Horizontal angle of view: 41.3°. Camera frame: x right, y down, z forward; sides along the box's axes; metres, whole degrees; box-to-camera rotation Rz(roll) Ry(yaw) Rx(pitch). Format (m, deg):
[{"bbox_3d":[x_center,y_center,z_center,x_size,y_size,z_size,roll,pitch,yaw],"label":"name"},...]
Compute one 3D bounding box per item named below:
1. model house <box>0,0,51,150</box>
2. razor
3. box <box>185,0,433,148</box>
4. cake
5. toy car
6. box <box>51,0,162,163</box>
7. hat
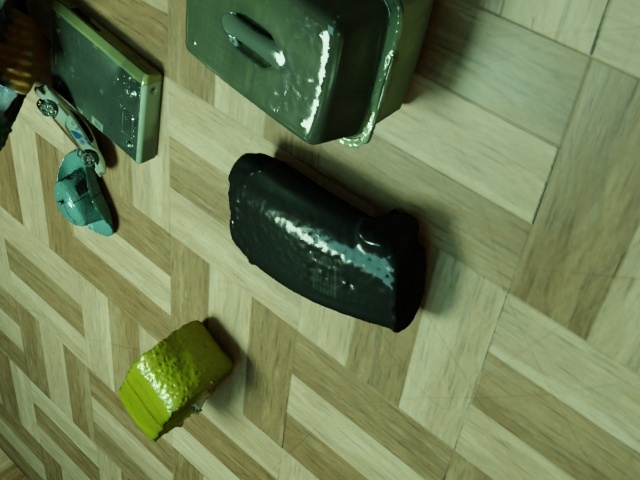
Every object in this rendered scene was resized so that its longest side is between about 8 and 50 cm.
[{"bbox_3d":[-0.594,-0.379,1.474,0.297,0.360,0.339,32,126,-25],"label":"model house"},{"bbox_3d":[-0.002,0.002,1.212,0.327,0.107,0.189,27,134,33],"label":"razor"},{"bbox_3d":[-0.021,-0.259,1.003,0.290,0.166,0.221,39,139,25],"label":"box"},{"bbox_3d":[-0.278,0.272,1.648,0.156,0.179,0.260,52,145,8],"label":"cake"},{"bbox_3d":[-0.465,-0.208,1.592,0.205,0.056,0.095,54,171,-25],"label":"toy car"},{"bbox_3d":[-0.384,-0.277,1.490,0.270,0.045,0.211,41,139,22],"label":"box"},{"bbox_3d":[-0.492,-0.081,1.718,0.138,0.078,0.191,6,119,48],"label":"hat"}]
